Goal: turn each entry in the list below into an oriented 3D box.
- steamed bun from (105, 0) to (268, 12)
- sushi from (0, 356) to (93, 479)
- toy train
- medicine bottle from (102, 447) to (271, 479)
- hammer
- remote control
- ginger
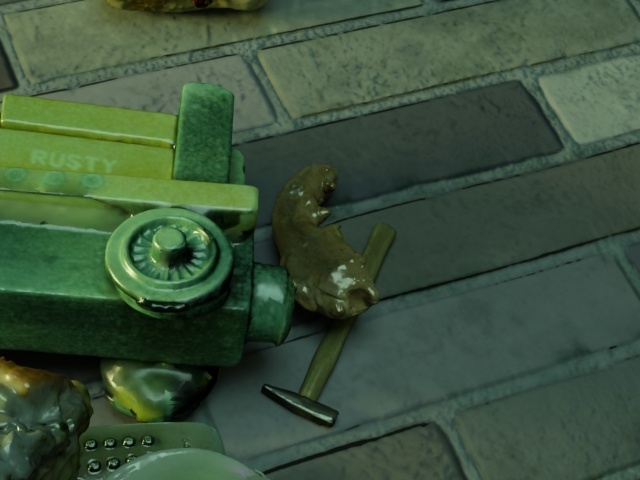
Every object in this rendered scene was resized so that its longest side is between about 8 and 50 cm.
[{"bbox_3d":[-0.108,-0.278,1.310,0.155,0.141,0.172,22,55,-11],"label":"steamed bun"},{"bbox_3d":[-0.236,0.200,0.873,0.139,0.184,0.274,15,98,5],"label":"sushi"},{"bbox_3d":[-0.215,-0.011,1.076,0.397,0.160,0.253,5,48,-6],"label":"toy train"},{"bbox_3d":[-0.091,0.224,0.929,0.147,0.143,0.147,5,53,-7],"label":"medicine bottle"},{"bbox_3d":[0.016,0.059,1.151,0.062,0.013,0.199,22,53,6],"label":"hammer"},{"bbox_3d":[-0.176,0.170,1.015,0.222,0.042,0.072,-7,56,-14],"label":"remote control"},{"bbox_3d":[-0.004,0.000,1.159,0.069,0.051,0.173,-17,49,0],"label":"ginger"}]
